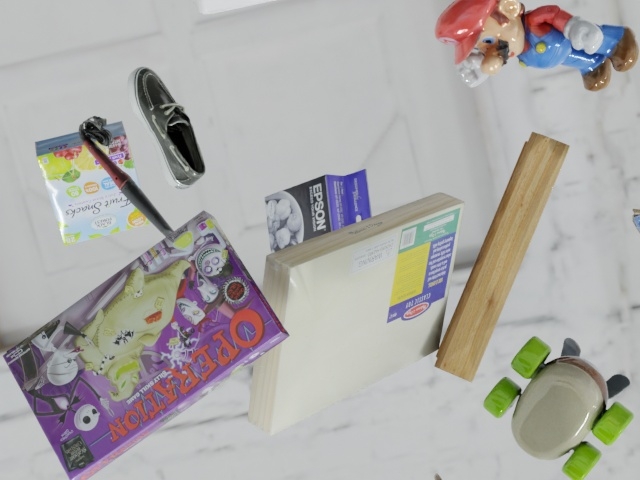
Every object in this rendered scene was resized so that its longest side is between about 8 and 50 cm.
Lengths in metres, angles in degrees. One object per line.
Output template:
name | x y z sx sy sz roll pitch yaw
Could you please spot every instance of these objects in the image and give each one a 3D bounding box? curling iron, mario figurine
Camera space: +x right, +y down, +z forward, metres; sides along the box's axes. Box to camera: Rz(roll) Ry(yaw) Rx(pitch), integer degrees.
curling iron | -0.341 -0.110 2.105 0.035 0.274 0.068 -24 161 -38
mario figurine | 0.330 -0.293 1.908 0.320 0.198 0.170 10 -145 -15

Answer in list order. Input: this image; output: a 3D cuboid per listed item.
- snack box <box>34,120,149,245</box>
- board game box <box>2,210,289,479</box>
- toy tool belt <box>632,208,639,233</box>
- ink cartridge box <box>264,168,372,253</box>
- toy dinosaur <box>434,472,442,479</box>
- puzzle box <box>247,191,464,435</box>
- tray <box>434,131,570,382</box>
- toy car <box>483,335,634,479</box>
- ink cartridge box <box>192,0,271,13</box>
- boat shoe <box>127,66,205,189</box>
snack box | -0.438 -0.109 2.331 0.174 0.207 0.070 -15 -145 -7
board game box | -0.237 0.141 1.619 0.347 0.208 0.056 -36 166 5
toy tool belt | 0.557 -0.020 2.030 0.052 0.083 0.051 -44 156 30
ink cartridge box | 0.000 0.000 2.027 0.208 0.206 0.045 -18 163 39
toy dinosaur | 0.213 0.466 2.126 0.112 0.064 0.211 -51 -156 41
puzzle box | 0.061 0.100 1.802 0.052 0.272 0.409 25 -151 35
tray | 0.299 0.033 2.026 0.076 0.411 0.203 22 178 8
toy car | 0.329 0.188 1.546 0.188 0.155 0.149 -31 155 -50
ink cartridge box | -0.140 -0.465 1.605 0.114 0.273 0.198 -12 -150 -11
boat shoe | -0.247 -0.196 1.999 0.078 0.219 0.070 -21 174 -42
